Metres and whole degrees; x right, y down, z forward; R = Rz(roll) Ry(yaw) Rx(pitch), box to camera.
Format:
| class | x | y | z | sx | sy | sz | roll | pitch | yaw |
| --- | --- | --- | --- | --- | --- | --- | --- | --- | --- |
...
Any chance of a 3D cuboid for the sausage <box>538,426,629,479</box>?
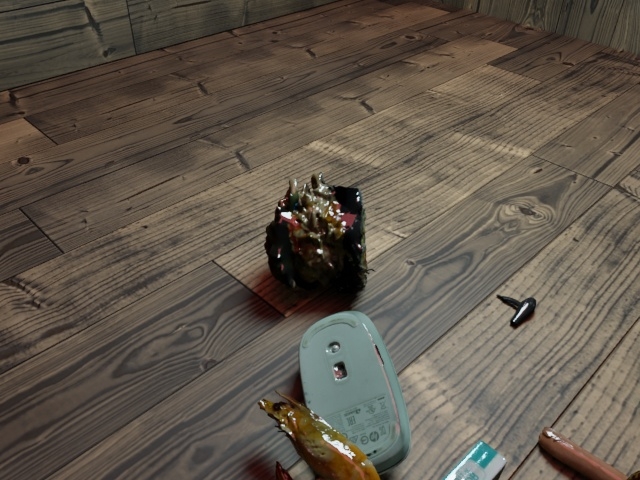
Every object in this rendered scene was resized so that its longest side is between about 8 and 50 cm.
| class | x | y | z | sx | sy | sz | roll | pitch | yaw |
| --- | --- | --- | --- | --- | --- | --- | --- | --- | --- |
| sausage | 0.423 | 0.352 | 0.882 | 0.186 | 0.043 | 0.043 | 29 | 45 | 32 |

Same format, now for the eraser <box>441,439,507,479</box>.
| class | x | y | z | sx | sy | sz | roll | pitch | yaw |
| --- | --- | --- | --- | --- | --- | --- | --- | --- | --- |
| eraser | 0.168 | 0.379 | 0.793 | 0.225 | 0.096 | 0.052 | -29 | 51 | -34 |

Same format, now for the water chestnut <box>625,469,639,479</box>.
| class | x | y | z | sx | sy | sz | roll | pitch | yaw |
| --- | --- | --- | --- | --- | --- | --- | --- | --- | --- |
| water chestnut | 0.458 | 0.398 | 0.713 | 0.223 | 0.238 | 0.224 | 8 | -4 | 1 |

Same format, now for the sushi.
| class | x | y | z | sx | sy | sz | roll | pitch | yaw |
| --- | --- | --- | --- | --- | --- | --- | --- | --- | --- |
| sushi | -0.006 | 0.000 | 1.187 | 0.218 | 0.225 | 0.239 | -9 | 55 | -2 |

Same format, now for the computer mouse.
| class | x | y | z | sx | sy | sz | roll | pitch | yaw |
| --- | --- | --- | --- | --- | --- | --- | --- | --- | --- |
| computer mouse | 0.052 | 0.249 | 0.952 | 0.159 | 0.097 | 0.289 | -24 | 54 | 8 |

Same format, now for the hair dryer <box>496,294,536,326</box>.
| class | x | y | z | sx | sy | sz | roll | pitch | yaw |
| --- | --- | --- | --- | --- | --- | --- | --- | --- | --- |
| hair dryer | 0.391 | 0.136 | 1.179 | 0.079 | 0.031 | 0.083 | -36 | 37 | -27 |

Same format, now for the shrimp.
| class | x | y | z | sx | sy | sz | roll | pitch | yaw |
| --- | --- | --- | --- | --- | --- | --- | --- | --- | --- |
| shrimp | -0.013 | 0.328 | 0.838 | 0.150 | 0.068 | 0.249 | -42 | 58 | 1 |
